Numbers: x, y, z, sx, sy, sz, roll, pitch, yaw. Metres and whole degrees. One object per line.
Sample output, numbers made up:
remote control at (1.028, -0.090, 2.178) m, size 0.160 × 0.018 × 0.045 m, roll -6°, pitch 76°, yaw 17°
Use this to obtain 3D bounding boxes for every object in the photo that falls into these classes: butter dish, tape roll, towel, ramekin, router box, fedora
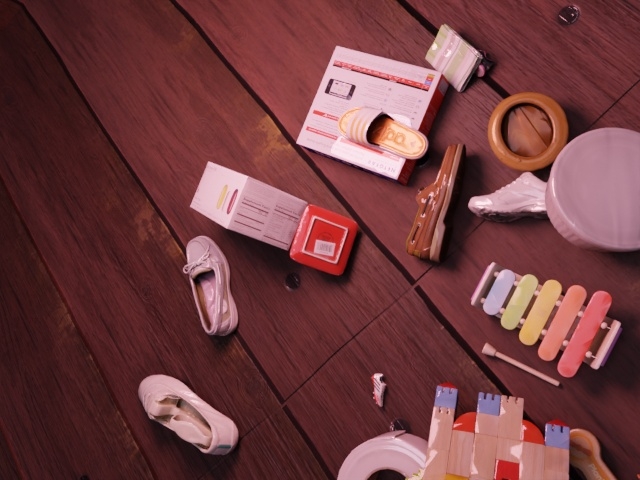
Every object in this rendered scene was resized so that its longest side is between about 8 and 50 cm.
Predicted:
butter dish at (0.000, 0.000, 1.588) m, size 0.160 × 0.118 × 0.160 m, roll 20°, pitch 84°, yaw -14°
tape roll at (0.184, 0.617, 1.404) m, size 0.286 × 0.100 × 0.287 m, roll -4°, pitch 80°, yaw 26°
towel at (0.344, -0.478, 1.512) m, size 0.152 × 0.023 × 0.113 m, roll 53°, pitch 137°, yaw 25°
ramekin at (0.620, -0.096, 1.251) m, size 0.272 × 0.127 × 0.273 m, roll -1°, pitch 77°, yaw 3°
router box at (0.137, -0.348, 1.590) m, size 0.335 × 0.082 × 0.301 m, roll 25°, pitch 93°, yaw 27°
fedora at (0.503, -0.260, 1.400) m, size 0.194 × 0.079 × 0.195 m, roll -1°, pitch 87°, yaw 23°

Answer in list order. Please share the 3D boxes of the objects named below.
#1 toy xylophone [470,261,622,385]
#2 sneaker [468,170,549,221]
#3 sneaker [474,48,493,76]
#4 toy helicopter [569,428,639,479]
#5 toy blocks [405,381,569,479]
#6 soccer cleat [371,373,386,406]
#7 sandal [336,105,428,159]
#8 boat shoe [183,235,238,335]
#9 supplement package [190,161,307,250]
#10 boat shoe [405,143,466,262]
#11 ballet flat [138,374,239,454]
toy xylophone at (0.503, 0.196, 1.326) m, size 0.322 × 0.081 × 0.236 m, roll 19°, pitch 91°, yaw 27°
sneaker at (0.476, -0.109, 1.395) m, size 0.232 × 0.090 × 0.115 m, roll -1°, pitch 75°, yaw 17°
sneaker at (0.404, -0.482, 1.510) m, size 0.057 × 0.047 × 0.119 m, roll -34°, pitch 68°, yaw -6°
toy helicopter at (0.636, 0.546, 1.183) m, size 0.235 × 0.140 × 0.355 m, roll -42°, pitch 54°, yaw 21°
toy blocks at (0.387, 0.460, 1.265) m, size 0.381 × 0.191 × 0.261 m, roll 4°, pitch 54°, yaw 21°
soccer cleat at (0.155, 0.386, 1.494) m, size 0.035 × 0.029 × 0.083 m, roll -18°, pitch 70°, yaw 27°
sandal at (0.152, -0.288, 1.482) m, size 0.265 × 0.076 × 0.102 m, roll 25°, pitch 93°, yaw 27°
boat shoe at (-0.339, 0.131, 1.731) m, size 0.118 × 0.103 × 0.321 m, roll -23°, pitch 73°, yaw 21°
supplement package at (-0.203, -0.099, 1.596) m, size 0.261 × 0.204 × 0.145 m, roll 25°, pitch 92°, yaw 53°
boat shoe at (0.289, -0.102, 1.460) m, size 0.104 × 0.110 × 0.308 m, roll 14°, pitch 88°, yaw 26°
ballet flat at (-0.419, 0.506, 1.696) m, size 0.400 × 0.139 × 0.139 m, roll 21°, pitch 91°, yaw 27°
